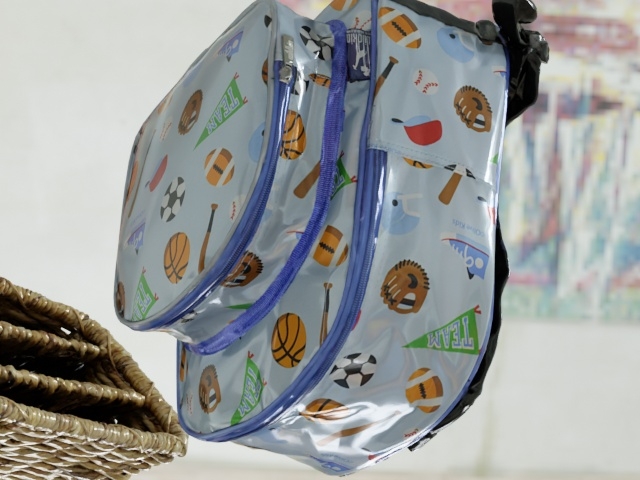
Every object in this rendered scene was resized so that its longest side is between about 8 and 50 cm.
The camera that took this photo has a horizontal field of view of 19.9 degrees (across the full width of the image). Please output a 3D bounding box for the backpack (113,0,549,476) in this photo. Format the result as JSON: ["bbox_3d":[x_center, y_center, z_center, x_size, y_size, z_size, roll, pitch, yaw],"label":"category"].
[{"bbox_3d":[0.000,0.000,1.091,0.276,0.213,0.263,-46,-138,51],"label":"backpack"}]

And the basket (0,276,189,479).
[{"bbox_3d":[-0.297,0.116,1.690,0.299,0.223,0.213,20,53,-48],"label":"basket"}]
